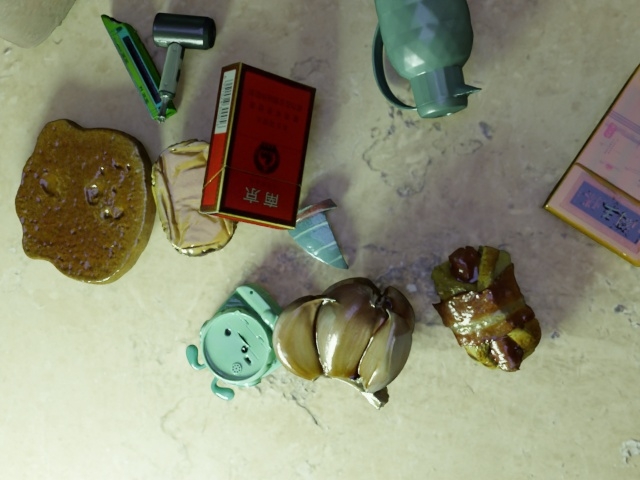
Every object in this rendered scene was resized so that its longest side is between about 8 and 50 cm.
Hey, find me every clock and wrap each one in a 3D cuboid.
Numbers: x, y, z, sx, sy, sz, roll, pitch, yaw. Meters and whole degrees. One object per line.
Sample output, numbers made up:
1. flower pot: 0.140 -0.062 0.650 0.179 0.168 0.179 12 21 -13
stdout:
1. clock: -0.135 0.178 1.405 0.188 0.060 0.148 -45 84 9

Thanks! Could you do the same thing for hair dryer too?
1. hair dryer: -0.243 -0.288 1.398 0.100 0.057 0.198 9 79 10

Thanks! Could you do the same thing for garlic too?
1. garlic: 0.044 0.141 1.325 0.214 0.160 0.191 16 109 13

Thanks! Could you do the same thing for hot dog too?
1. hot dog: 0.264 0.109 1.313 0.146 0.103 0.213 -30 87 8

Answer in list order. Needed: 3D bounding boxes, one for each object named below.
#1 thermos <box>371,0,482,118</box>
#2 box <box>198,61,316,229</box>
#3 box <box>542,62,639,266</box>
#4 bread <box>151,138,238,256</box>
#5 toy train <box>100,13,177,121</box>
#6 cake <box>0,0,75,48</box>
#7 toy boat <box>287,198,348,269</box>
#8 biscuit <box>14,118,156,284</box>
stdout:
1. thermos: 0.152 -0.333 1.310 0.182 0.145 0.287 -10 91 42
2. box: -0.099 -0.147 1.333 0.074 0.153 0.240 4 84 49
3. box: 0.494 -0.119 1.282 0.174 0.076 0.274 34 97 9
4. bread: -0.207 -0.074 1.389 0.132 0.114 0.191 -9 98 0
5. toy train: -0.312 -0.308 1.433 0.042 0.044 0.209 -28 87 10
6. cake: -0.520 -0.503 1.373 0.237 0.230 0.309 38 97 6
7. toy boat: 0.000 0.001 1.392 0.096 0.034 0.122 -22 89 15
8. biscuit: -0.408 -0.066 1.453 0.257 0.049 0.273 15 92 12
